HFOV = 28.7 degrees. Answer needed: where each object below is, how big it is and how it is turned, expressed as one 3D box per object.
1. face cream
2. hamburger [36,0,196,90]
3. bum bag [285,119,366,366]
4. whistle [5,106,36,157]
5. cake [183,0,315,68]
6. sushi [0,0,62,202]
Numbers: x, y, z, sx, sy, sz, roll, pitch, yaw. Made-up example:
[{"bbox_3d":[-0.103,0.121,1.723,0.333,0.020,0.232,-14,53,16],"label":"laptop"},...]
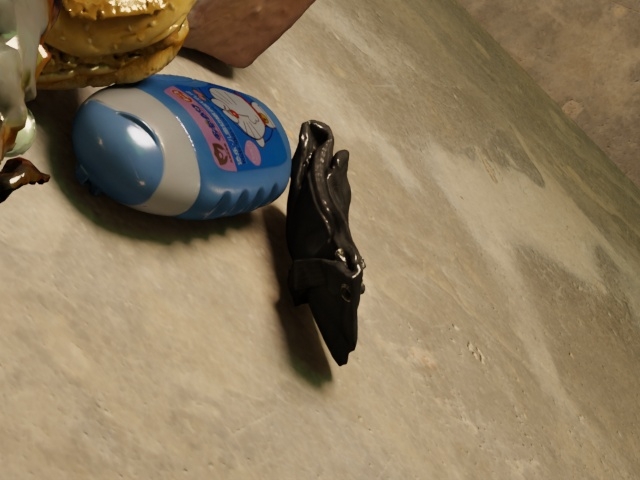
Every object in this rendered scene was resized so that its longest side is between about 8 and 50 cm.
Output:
[{"bbox_3d":[-0.121,-0.081,1.072,0.149,0.083,0.264,49,21,11],"label":"face cream"},{"bbox_3d":[-0.202,-0.209,1.020,0.214,0.108,0.214,10,44,-9],"label":"hamburger"},{"bbox_3d":[0.000,0.000,1.138,0.060,0.123,0.248,6,36,-11],"label":"bum bag"},{"bbox_3d":[-0.294,-0.124,0.821,0.114,0.077,0.236,-39,86,-27],"label":"whistle"},{"bbox_3d":[-0.128,-0.371,1.346,0.237,0.230,0.309,20,35,-53],"label":"cake"},{"bbox_3d":[-0.303,-0.148,0.588,0.417,0.176,0.417,29,53,-48],"label":"sushi"}]
